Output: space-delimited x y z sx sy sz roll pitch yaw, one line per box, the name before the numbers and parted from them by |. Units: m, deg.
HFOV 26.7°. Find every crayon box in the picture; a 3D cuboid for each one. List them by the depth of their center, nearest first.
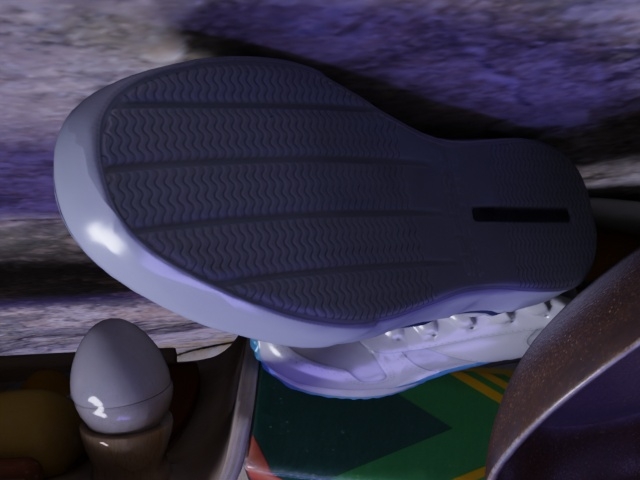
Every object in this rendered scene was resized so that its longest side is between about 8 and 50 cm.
crayon box | 0.120 0.149 0.846 0.318 0.081 0.202 4 154 6

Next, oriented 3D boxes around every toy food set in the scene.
toy food set | -0.181 0.071 0.713 0.306 0.092 0.220 -2 -164 0

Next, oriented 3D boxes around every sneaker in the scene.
sneaker | 0.000 0.000 0.488 0.091 0.094 0.258 -19 161 39
sneaker | 0.077 0.020 0.656 0.228 0.087 0.092 -9 161 -6

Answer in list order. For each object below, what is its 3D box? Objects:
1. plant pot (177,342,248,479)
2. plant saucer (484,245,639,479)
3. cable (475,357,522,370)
plant pot | 0.032 0.251 1.169 0.333 0.306 0.334 -3 168 -1
plant saucer | 0.206 0.035 0.605 0.310 0.050 0.311 -20 155 -10
cable | 0.194 0.114 0.969 0.257 0.089 0.257 17 152 -30
